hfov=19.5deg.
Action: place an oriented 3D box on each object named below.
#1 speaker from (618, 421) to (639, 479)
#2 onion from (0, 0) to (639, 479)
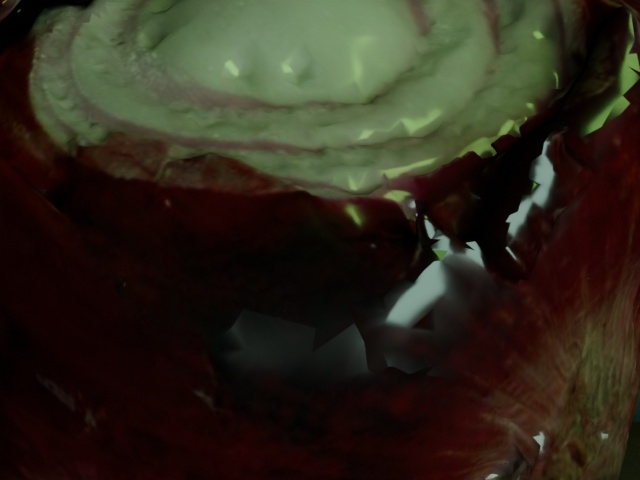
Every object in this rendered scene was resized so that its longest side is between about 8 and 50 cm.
[{"bbox_3d":[0.205,0.225,1.045,0.192,0.231,0.153,-16,114,-35],"label":"speaker"},{"bbox_3d":[-0.008,-0.002,0.759,0.341,0.341,0.341,-14,113,-35],"label":"onion"}]
